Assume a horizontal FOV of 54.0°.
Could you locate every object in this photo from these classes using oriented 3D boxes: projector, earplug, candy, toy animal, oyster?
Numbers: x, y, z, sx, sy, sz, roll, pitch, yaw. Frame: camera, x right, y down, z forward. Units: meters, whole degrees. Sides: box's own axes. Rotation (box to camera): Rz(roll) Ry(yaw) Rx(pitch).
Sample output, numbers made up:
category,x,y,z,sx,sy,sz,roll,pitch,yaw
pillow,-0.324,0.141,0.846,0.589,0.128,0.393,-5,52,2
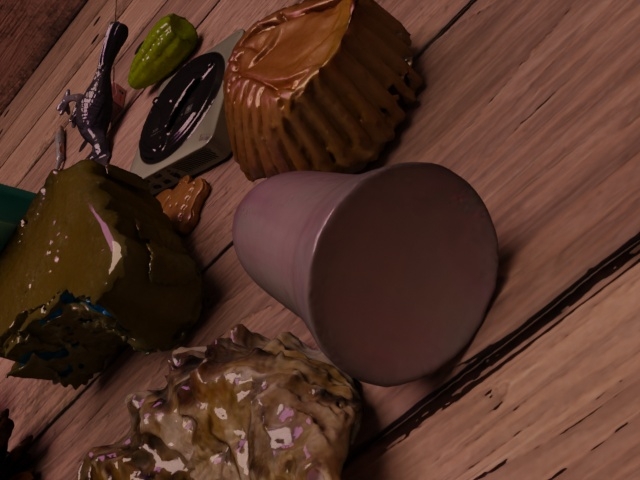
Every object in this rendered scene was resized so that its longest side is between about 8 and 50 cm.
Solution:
category,x,y,z,sx,sy,sz,roll,pitch,yaw
projector,-0.233,-0.225,1.109,0.257,0.079,0.259,-18,51,40
earplug,0.000,0.000,0.597,0.172,0.172,0.301,-59,29,-5
candy,-0.364,-0.412,1.408,0.209,0.097,0.096,-36,39,29
toy animal,-0.555,-0.332,1.524,0.206,0.081,0.367,-7,75,35
oyster,-0.090,0.184,0.578,0.351,0.115,0.238,-2,62,50

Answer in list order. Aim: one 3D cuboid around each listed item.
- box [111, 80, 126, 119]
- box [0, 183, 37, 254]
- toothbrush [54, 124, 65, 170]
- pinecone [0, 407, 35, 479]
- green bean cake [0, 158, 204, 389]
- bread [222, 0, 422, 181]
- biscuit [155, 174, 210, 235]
category,x,y,z,sx,sy,sz,roll,pitch,yaw
box,-0.559,-0.339,1.618,0.125,0.043,0.089,-36,39,25
box,-0.495,0.029,1.020,0.205,0.311,0.118,-48,67,8
toothbrush,-0.734,-0.249,1.768,0.037,0.028,0.375,-43,37,8
pinecone,-0.535,0.335,0.914,0.229,0.202,0.201,-25,78,33
green bean cake,-0.307,0.081,0.871,0.310,0.202,0.285,-48,48,13
bread,-0.015,-0.189,0.766,0.274,0.149,0.274,-26,43,27
biscuit,-0.247,-0.048,1.031,0.184,0.027,0.133,4,67,51
